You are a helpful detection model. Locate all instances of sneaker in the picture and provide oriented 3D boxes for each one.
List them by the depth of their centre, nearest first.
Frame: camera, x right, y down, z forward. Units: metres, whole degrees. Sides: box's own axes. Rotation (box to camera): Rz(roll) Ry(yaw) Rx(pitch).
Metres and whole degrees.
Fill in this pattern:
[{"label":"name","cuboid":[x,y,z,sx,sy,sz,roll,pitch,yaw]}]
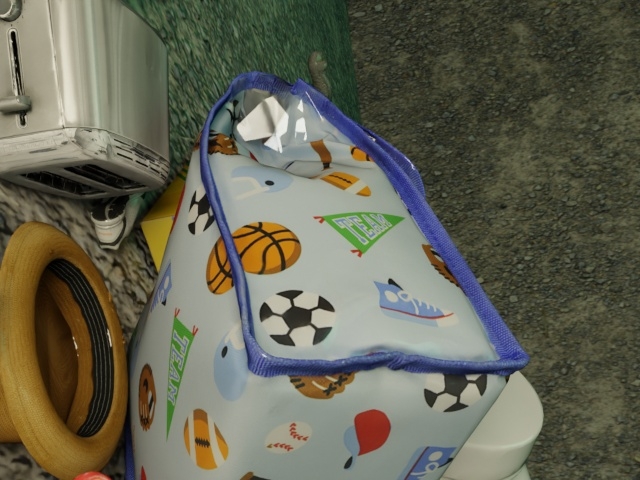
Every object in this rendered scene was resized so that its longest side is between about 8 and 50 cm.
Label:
[{"label":"sneaker","cuboid":[-0.208,-0.029,0.811,0.109,0.040,0.044,-72,167,-60]}]

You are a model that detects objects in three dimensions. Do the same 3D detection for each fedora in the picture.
[{"label":"fedora","cuboid":[-0.210,0.084,0.577,0.194,0.079,0.194,-16,90,-82]}]

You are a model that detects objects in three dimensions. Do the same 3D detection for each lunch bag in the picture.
[{"label":"lunch bag","cuboid":[-0.043,0.076,0.680,0.328,0.239,0.385,-67,-149,30]}]

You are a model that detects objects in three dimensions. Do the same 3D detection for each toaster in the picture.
[{"label":"toaster","cuboid":[-0.205,-0.120,0.672,0.227,0.129,0.146,29,56,-78]}]

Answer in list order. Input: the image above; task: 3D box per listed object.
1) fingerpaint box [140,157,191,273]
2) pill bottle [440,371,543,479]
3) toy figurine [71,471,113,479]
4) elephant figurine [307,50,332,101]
[{"label":"fingerpaint box","cuboid":[-0.060,0.087,1.096,0.371,0.163,0.445,-77,154,-65]},{"label":"pill bottle","cuboid":[0.091,0.315,0.858,0.229,0.229,0.408,-77,-179,-63]},{"label":"toy figurine","cuboid":[-0.191,0.100,0.319,0.217,0.191,0.362,44,11,36]},{"label":"elephant figurine","cuboid":[-0.019,-0.248,1.657,0.239,0.186,0.169,46,-11,-24]}]
